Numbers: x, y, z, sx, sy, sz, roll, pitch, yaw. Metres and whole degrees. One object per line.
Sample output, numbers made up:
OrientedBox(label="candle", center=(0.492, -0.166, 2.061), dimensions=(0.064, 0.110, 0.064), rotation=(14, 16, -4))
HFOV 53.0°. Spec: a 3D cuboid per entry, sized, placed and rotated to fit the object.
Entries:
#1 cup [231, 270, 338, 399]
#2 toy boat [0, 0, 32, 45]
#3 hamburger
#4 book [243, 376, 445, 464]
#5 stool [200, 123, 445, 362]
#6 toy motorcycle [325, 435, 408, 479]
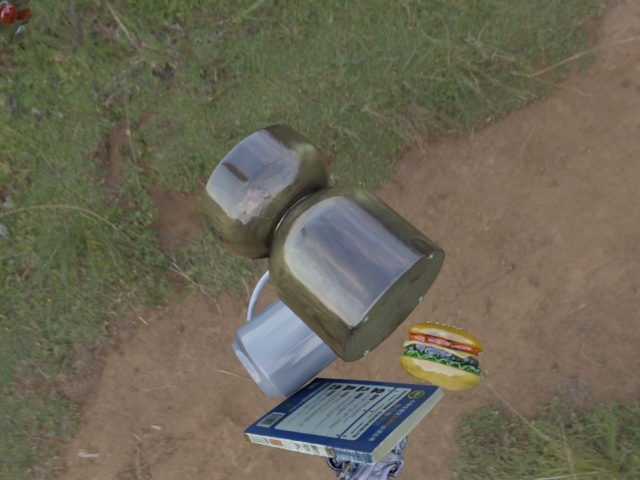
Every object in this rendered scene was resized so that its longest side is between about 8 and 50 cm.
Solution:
OrientedBox(label="cup", center=(-0.086, 0.233, 1.800), dimensions=(0.326, 0.237, 0.323), rotation=(-37, 76, -5))
OrientedBox(label="toy boat", center=(-0.303, -0.213, 0.555), dimensions=(0.071, 0.185, 0.089), rotation=(-41, 89, 12))
OrientedBox(label="hamburger", center=(0.229, 0.217, 1.207), dimensions=(0.161, 0.162, 0.115), rotation=(15, 78, 7))
OrientedBox(label="book", center=(0.051, 0.425, 1.568), dimensions=(0.300, 0.427, 0.039), rotation=(-26, 103, -44))
OrientedBox(label="stool", center=(0.000, 0.000, 0.804), dimensions=(0.264, 0.179, 0.179), rotation=(41, 78, 22))
OrientedBox(label="toy motorcycle", center=(0.129, 0.555, 1.591), dimensions=(0.224, 0.073, 0.152), rotation=(-12, 73, -19))
